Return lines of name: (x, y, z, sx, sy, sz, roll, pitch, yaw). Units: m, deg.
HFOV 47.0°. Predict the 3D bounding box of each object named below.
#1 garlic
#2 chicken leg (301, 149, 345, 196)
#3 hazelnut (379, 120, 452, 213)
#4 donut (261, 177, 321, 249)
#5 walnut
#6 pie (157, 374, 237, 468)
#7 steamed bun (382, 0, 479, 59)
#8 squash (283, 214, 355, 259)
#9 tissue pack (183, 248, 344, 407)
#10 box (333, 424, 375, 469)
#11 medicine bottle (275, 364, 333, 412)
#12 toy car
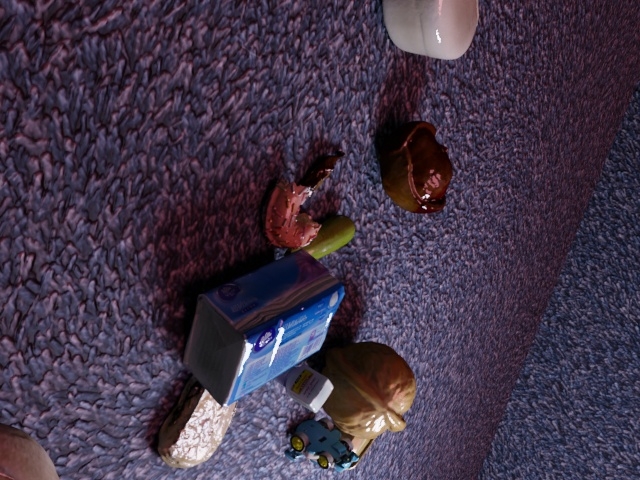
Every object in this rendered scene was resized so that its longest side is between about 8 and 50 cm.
garlic: (-0.462, 0.350, 1.008, 0.196, 0.151, 0.338, -29, 133, -27)
chicken leg: (0.005, -0.135, 1.464, 0.145, 0.037, 0.062, -51, 168, -21)
hazelnut: (0.211, -0.163, 1.624, 0.170, 0.160, 0.201, -67, 158, -55)
donut: (-0.059, -0.035, 1.408, 0.117, 0.065, 0.166, -57, 146, -15)
walnut: (0.110, 0.349, 1.737, 0.224, 0.257, 0.257, -42, 145, -6)
pie: (-0.223, 0.346, 1.435, 0.218, 0.052, 0.185, -60, 146, -13)
steamed bun: (0.216, -0.462, 1.445, 0.164, 0.146, 0.241, -56, 147, -23)
squash: (0.000, 0.000, 1.522, 0.201, 0.066, 0.066, -28, 133, -42)
tissue pack: (-0.105, 0.156, 1.370, 0.263, 0.146, 0.198, -24, 145, -43)
box: (0.086, 0.528, 1.977, 0.177, 0.111, 0.111, -51, 146, -23)
medicine bottle: (-0.040, 0.316, 1.624, 0.074, 0.118, 0.055, -53, 146, -18)
toy car: (0.005, 0.517, 1.798, 0.126, 0.161, 0.098, -19, 137, -52)
